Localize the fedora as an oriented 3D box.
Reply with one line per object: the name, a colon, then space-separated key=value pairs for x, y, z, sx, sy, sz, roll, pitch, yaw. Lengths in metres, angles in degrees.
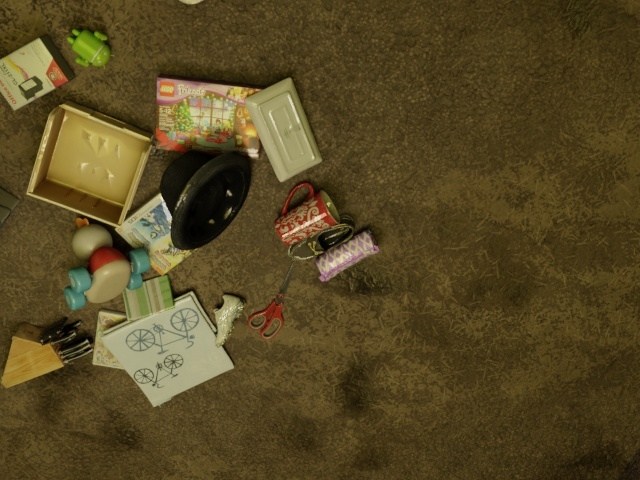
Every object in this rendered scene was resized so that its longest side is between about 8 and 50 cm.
fedora: x=-0.341 y=-0.135 z=1.786 sx=0.152 sy=0.334 sz=0.334 roll=39 pitch=110 yaw=17

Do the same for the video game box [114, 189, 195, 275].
video game box: x=-0.472 y=-0.023 z=1.915 sx=0.187 sy=0.048 sz=0.205 roll=-36 pitch=112 yaw=15

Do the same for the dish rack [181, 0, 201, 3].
dish rack: x=-0.316 y=-0.785 z=1.558 sx=0.286 sy=0.072 sz=0.332 roll=-33 pitch=113 yaw=12

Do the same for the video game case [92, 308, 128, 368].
video game case: x=-0.612 y=0.332 z=2.081 sx=0.227 sy=0.026 sz=0.206 roll=12 pitch=113 yaw=-8

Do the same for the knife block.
knife block: x=-0.858 y=0.369 z=2.049 sx=0.242 sy=0.088 sz=0.275 roll=20 pitch=111 yaw=-12

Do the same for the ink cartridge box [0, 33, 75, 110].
ink cartridge box: x=-0.762 y=-0.440 z=1.689 sx=0.175 sy=0.072 sz=0.127 roll=-26 pitch=114 yaw=8

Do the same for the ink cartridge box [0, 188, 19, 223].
ink cartridge box: x=-0.942 y=-0.044 z=1.788 sx=0.087 sy=0.208 sz=0.153 roll=35 pitch=109 yaw=-21

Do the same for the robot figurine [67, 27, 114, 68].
robot figurine: x=-0.598 y=-0.502 z=1.673 sx=0.115 sy=0.067 sz=0.101 roll=37 pitch=101 yaw=-18

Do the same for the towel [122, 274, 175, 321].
towel: x=-0.531 y=0.179 z=1.988 sx=0.152 sy=0.023 sz=0.113 roll=-16 pitch=76 yaw=2

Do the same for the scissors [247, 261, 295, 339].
scissors: x=-0.124 y=0.195 z=2.055 sx=0.109 sy=0.021 sz=0.297 roll=33 pitch=108 yaw=-14

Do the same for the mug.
mug: x=-0.047 y=-0.075 z=1.902 sx=0.169 sy=0.150 sz=0.113 roll=-29 pitch=150 yaw=14

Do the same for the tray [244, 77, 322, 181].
tray: x=-0.095 y=-0.299 z=1.780 sx=0.145 sy=0.030 sz=0.270 roll=-29 pitch=123 yaw=-9

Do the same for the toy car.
toy car: x=-0.660 y=0.044 z=1.885 sx=0.219 sy=0.238 sz=0.210 roll=-19 pitch=160 yaw=-36

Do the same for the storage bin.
storage bin: x=-0.628 y=-0.212 z=1.776 sx=0.262 sy=0.123 sz=0.260 roll=21 pitch=112 yaw=-12

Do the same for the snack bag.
snack bag: x=-0.477 y=0.356 z=2.074 sx=0.323 sy=0.037 sz=0.342 roll=-26 pitch=119 yaw=0

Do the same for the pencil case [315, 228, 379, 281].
pencil case: x=0.084 y=0.047 z=1.958 sx=0.206 sy=0.088 sz=0.086 roll=-30 pitch=132 yaw=12

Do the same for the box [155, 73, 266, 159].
box: x=-0.303 y=-0.339 z=1.772 sx=0.294 sy=0.057 sz=0.200 roll=5 pitch=114 yaw=-6

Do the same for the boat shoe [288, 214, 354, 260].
boat shoe: x=0.000 y=0.000 z=1.941 sx=0.228 sy=0.068 sz=0.081 roll=-31 pitch=113 yaw=10

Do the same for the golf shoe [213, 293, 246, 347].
golf shoe: x=-0.307 y=0.252 z=2.041 sx=0.086 sy=0.069 sz=0.176 roll=26 pitch=94 yaw=0
